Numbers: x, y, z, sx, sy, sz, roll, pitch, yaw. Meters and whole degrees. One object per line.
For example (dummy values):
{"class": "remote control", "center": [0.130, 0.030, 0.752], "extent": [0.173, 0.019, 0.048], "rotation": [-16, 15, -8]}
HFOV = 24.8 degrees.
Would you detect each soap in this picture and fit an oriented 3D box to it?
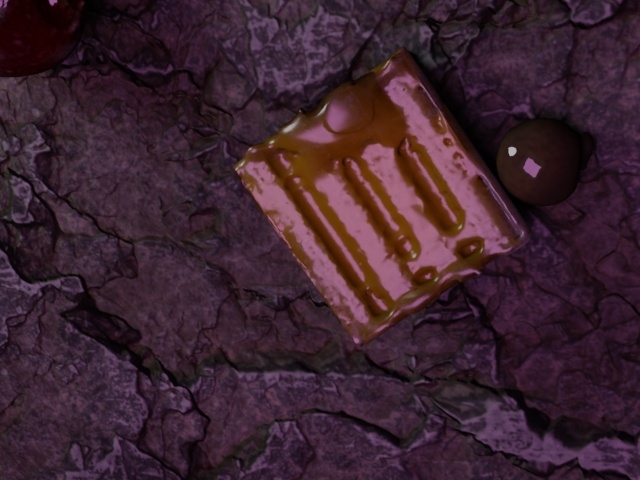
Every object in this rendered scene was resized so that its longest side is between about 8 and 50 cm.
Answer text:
{"class": "soap", "center": [0.077, -0.056, 1.757], "extent": [0.259, 0.143, 0.281], "rotation": [-33, 92, 16]}

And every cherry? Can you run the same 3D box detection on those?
{"class": "cherry", "center": [-0.410, -0.326, 1.830], "extent": [0.300, 0.203, 0.230], "rotation": [21, 124, 31]}

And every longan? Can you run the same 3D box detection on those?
{"class": "longan", "center": [0.264, -0.093, 1.701], "extent": [0.119, 0.106, 0.106], "rotation": [-16, 113, -14]}
